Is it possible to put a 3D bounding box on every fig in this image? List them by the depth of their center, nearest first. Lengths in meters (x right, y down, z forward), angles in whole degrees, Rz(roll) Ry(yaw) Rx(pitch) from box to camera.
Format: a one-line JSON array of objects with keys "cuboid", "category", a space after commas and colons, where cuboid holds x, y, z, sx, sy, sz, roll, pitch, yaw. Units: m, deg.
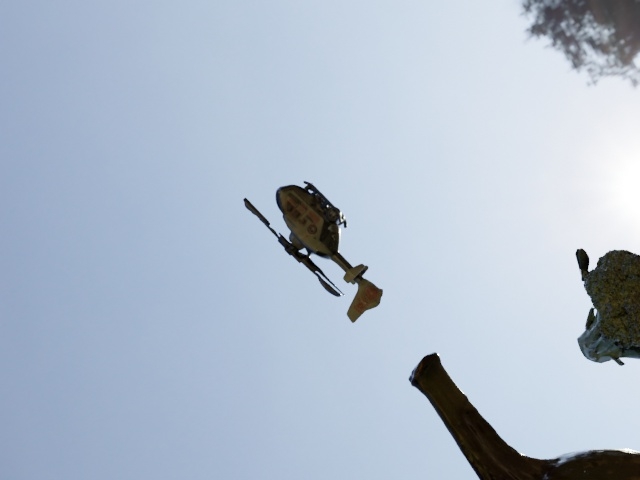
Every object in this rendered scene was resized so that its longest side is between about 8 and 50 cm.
[{"cuboid": [0.179, 0.205, 0.640, 0.290, 0.191, 0.190, 36, -147, 21], "category": "fig"}]

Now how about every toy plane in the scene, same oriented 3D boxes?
[{"cuboid": [0.000, 0.000, 0.618, 0.120, 0.049, 0.031, 45, -179, 12], "category": "toy plane"}]

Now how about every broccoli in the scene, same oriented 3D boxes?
[{"cuboid": [0.303, 0.072, 0.862, 0.131, 0.120, 0.130, 18, -144, -29], "category": "broccoli"}]
